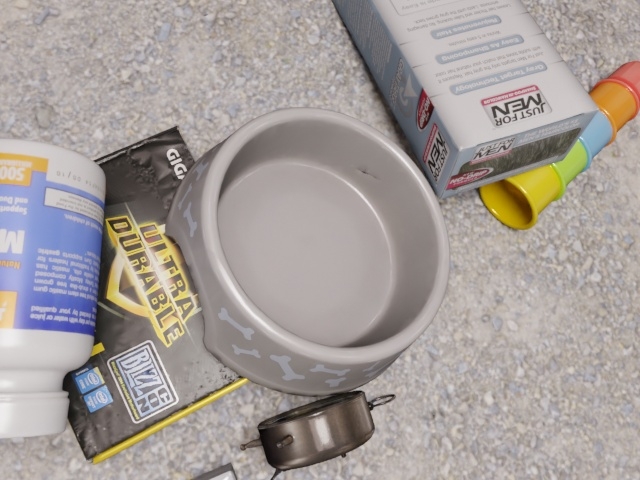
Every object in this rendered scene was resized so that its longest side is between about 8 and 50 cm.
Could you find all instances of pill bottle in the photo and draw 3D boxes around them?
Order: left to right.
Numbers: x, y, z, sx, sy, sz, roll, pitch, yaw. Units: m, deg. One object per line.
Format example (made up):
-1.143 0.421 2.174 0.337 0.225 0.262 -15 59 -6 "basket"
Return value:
-0.301 0.051 0.597 0.152 0.152 0.272 1 76 -8 "pill bottle"

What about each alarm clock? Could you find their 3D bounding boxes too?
0.013 0.215 0.701 0.192 0.129 0.064 -15 80 -33 "alarm clock"

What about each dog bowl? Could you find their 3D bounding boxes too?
0.000 0.000 0.708 0.348 0.102 0.349 9 66 -22 "dog bowl"

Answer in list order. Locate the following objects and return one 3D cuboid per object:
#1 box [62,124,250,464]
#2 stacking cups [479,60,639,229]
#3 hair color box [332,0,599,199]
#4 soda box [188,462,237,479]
-0.216 0.057 0.726 0.257 0.079 0.322 -26 82 -12 "box"
0.364 -0.142 0.861 0.316 0.096 0.096 -39 85 -20 "stacking cups"
0.167 -0.255 0.792 0.185 0.113 0.374 -18 65 -11 "hair color box"
-0.189 0.325 0.666 0.216 0.074 0.069 -20 81 -12 "soda box"
